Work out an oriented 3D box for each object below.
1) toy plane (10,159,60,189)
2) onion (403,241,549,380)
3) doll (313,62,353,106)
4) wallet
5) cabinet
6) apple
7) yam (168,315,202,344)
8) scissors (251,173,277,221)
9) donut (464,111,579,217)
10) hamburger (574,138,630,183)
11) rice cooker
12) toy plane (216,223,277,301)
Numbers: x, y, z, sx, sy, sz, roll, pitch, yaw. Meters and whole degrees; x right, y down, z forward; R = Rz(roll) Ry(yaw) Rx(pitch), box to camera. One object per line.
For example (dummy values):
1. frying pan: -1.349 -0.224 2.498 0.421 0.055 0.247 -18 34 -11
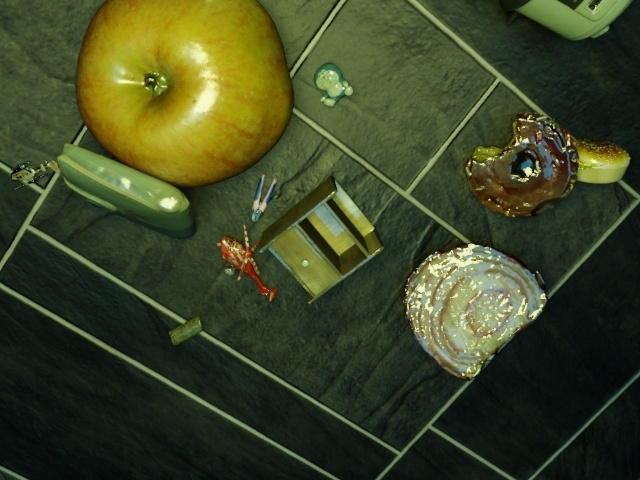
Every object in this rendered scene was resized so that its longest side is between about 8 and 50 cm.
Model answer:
1. toy plane: -0.640 -0.152 1.168 0.120 0.031 0.049 -21 113 6
2. onion: 0.358 0.140 1.267 0.314 0.146 0.280 -44 81 11
3. doll: 0.022 -0.336 1.130 0.076 0.050 0.083 -30 110 26
4. wallet: -0.371 -0.082 1.039 0.252 0.360 0.083 22 79 -7
5. cabinet: 0.000 0.000 1.187 0.215 0.148 0.175 -38 106 10
6. apple: -0.245 -0.289 0.983 0.400 0.333 0.400 -2 108 -6
7. yam: -0.329 0.222 1.299 0.094 0.043 0.043 -28 107 4
8. scissors: -0.137 -0.096 1.219 0.039 0.012 0.113 20 106 -9
9. donut: 0.447 -0.165 1.156 0.216 0.096 0.230 35 118 3
10. hamburger: 0.609 -0.181 1.172 0.141 0.126 0.082 6 121 21
11. rice cooker: 0.468 -0.523 0.992 0.227 0.241 0.280 22 142 -13
12. toy plane: -0.169 0.058 1.244 0.077 0.126 0.194 -7 150 32
